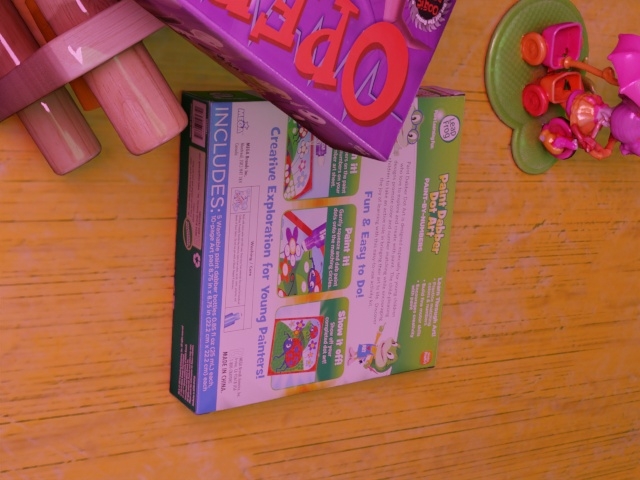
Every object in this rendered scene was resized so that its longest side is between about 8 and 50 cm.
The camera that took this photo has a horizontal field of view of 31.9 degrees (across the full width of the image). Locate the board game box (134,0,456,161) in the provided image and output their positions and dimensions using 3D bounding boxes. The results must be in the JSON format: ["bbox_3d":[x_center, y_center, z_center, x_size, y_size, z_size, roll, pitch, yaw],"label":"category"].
[{"bbox_3d":[-0.035,-0.194,0.449,0.347,0.056,0.208,31,84,-50],"label":"board game box"}]

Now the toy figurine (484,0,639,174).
[{"bbox_3d":[0.245,-0.123,0.982,0.130,0.159,0.173,-18,115,-30],"label":"toy figurine"}]

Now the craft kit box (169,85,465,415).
[{"bbox_3d":[0.000,0.000,0.917,0.247,0.061,0.249,-5,108,-32],"label":"craft kit box"}]

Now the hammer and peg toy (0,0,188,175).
[{"bbox_3d":[-0.039,-0.183,0.698,0.361,0.266,0.127,-35,104,-20],"label":"hammer and peg toy"}]
